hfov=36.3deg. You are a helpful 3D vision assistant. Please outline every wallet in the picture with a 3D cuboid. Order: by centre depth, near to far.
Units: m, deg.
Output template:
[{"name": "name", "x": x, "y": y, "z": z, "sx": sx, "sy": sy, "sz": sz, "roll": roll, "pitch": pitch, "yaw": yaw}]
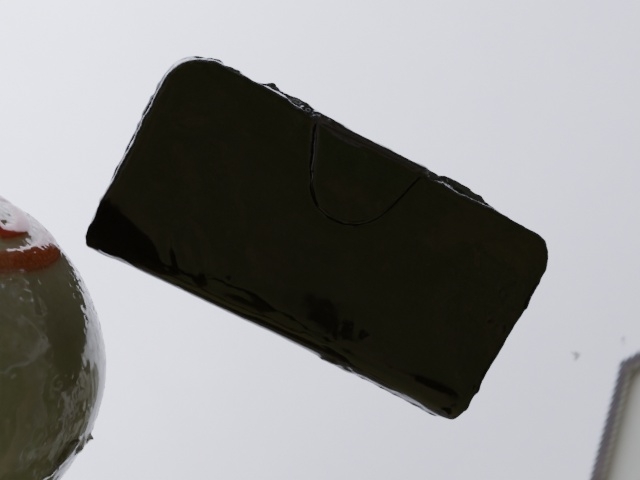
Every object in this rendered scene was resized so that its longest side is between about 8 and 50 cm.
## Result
[{"name": "wallet", "x": 0.000, "y": 0.000, "z": 0.700, "sx": 0.309, "sy": 0.042, "sz": 0.165, "roll": 28, "pitch": -78, "yaw": -5}]

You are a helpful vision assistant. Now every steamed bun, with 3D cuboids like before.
[{"name": "steamed bun", "x": -0.268, "y": 0.046, "z": 0.606, "sx": 0.283, "sy": 0.283, "sz": 0.177, "roll": 11, "pitch": -75, "yaw": -26}]
